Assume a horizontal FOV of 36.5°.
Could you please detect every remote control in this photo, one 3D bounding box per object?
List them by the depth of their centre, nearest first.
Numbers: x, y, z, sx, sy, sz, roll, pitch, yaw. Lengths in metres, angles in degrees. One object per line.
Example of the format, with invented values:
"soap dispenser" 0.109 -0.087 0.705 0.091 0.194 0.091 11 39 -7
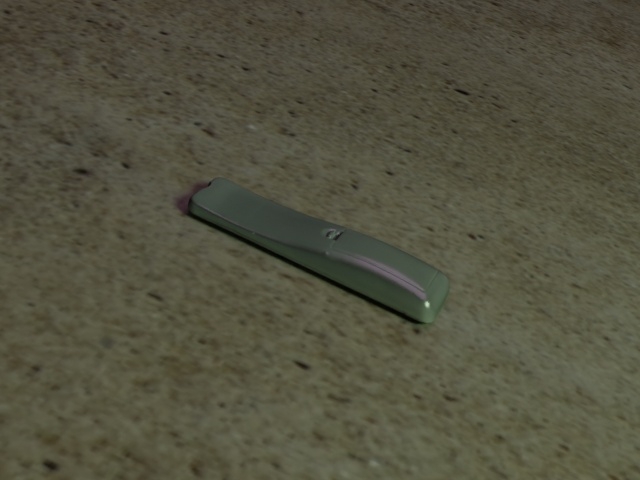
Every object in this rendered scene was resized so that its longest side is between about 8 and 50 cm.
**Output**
"remote control" 0.000 0.000 0.652 0.184 0.027 0.050 24 31 11
